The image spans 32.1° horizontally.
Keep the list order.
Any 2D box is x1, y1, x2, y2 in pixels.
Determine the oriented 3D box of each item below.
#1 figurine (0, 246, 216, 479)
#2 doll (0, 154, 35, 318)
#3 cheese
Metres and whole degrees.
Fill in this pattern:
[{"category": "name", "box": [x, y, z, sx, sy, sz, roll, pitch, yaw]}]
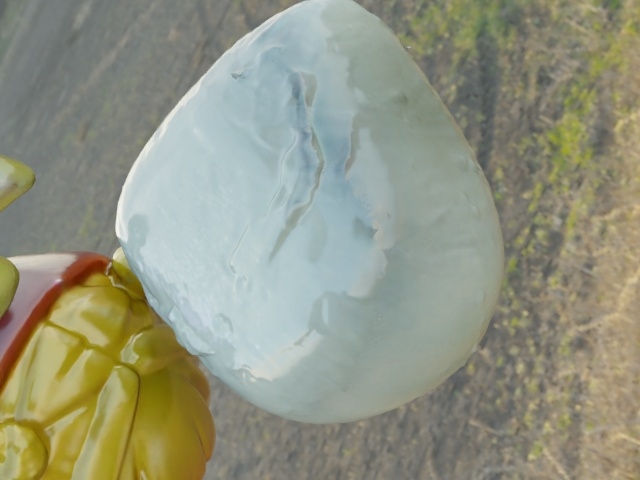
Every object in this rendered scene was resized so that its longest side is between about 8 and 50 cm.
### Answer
[{"category": "figurine", "box": [-0.188, 0.133, 0.687, 0.323, 0.196, 0.320, -52, 9, 40]}, {"category": "doll", "box": [-0.188, -0.079, 0.285, 0.117, 0.291, 0.086, -33, 15, 0]}, {"category": "cheese", "box": [0.000, 0.000, 0.569, 0.198, 0.154, 0.189, -47, 61, 38]}]
